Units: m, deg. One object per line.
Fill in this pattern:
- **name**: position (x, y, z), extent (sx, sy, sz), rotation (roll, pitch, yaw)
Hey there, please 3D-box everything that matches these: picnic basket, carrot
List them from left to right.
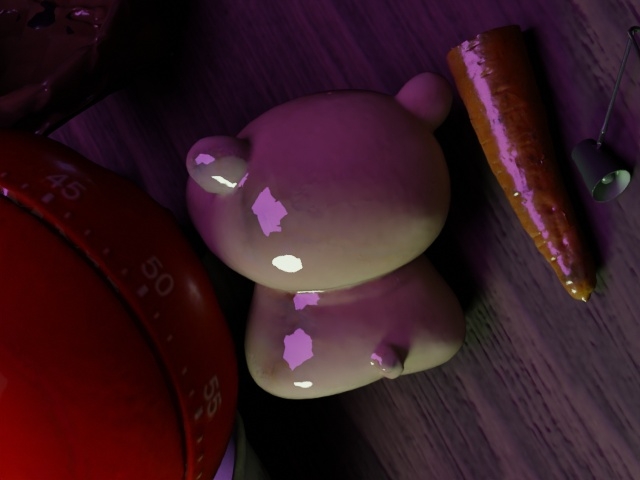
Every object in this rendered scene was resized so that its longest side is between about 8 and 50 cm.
- **picnic basket**: position (-0.311, -0.265, 1.663), extent (0.337, 0.293, 0.337), rotation (54, 171, 12)
- **carrot**: position (0.157, -0.052, 1.422), extent (0.061, 0.061, 0.210), rotation (-27, 82, 48)

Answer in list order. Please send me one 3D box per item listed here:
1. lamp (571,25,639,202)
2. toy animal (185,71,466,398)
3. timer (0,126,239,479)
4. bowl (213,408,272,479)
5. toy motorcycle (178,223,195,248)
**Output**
- **lamp**: position (0.211, -0.089, 1.366), extent (0.054, 0.041, 0.121), rotation (58, 139, 35)
- **toy animal**: position (0.008, 0.009, 1.484), extent (0.229, 0.210, 0.221), rotation (126, 127, -67)
- **timer**: position (-0.253, 0.102, 1.521), extent (0.378, 0.279, 0.378), rotation (20, 128, 27)
- **bowl**: position (-0.140, 0.360, 1.683), extent (0.196, 0.435, 0.435), rotation (38, 142, -20)
- **toy motorcycle**: position (-0.288, 0.102, 1.815), extent (0.416, 0.232, 0.172), rotation (-42, 56, 44)
